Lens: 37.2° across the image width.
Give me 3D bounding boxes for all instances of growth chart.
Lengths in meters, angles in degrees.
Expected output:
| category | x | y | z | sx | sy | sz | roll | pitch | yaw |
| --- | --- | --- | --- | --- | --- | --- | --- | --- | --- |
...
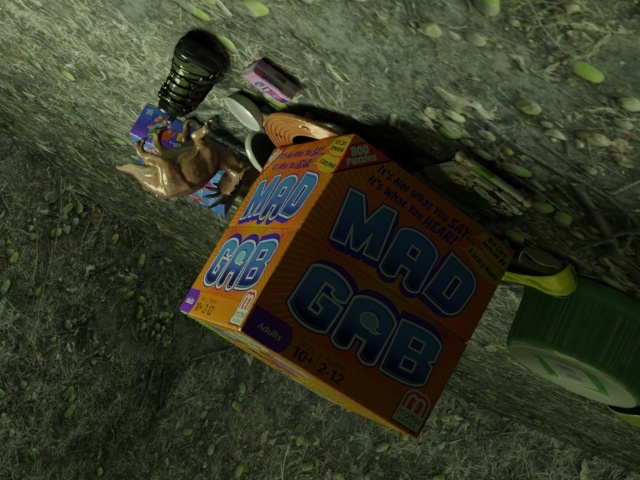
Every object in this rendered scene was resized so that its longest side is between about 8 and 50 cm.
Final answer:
| category | x | y | z | sx | sy | sz | roll | pitch | yaw |
| --- | --- | --- | --- | --- | --- | --- | --- | --- | --- |
| growth chart | 0.247 | -0.082 | 1.537 | 0.172 | 0.021 | 0.237 | 31 | 169 | -11 |

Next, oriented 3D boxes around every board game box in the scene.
| category | x | y | z | sx | sy | sz | roll | pitch | yaw |
| --- | --- | --- | --- | --- | --- | --- | --- | --- | --- |
| board game box | -0.306 | -0.176 | 2.208 | 0.233 | 0.078 | 0.347 | 28 | 168 | 0 |
| board game box | 0.035 | 0.072 | 1.642 | 0.356 | 0.356 | 0.356 | 34 | 169 | -20 |

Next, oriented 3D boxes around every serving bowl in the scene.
| category | x | y | z | sx | sy | sz | roll | pitch | yaw |
| --- | --- | --- | --- | --- | --- | --- | --- | --- | --- |
| serving bowl | -0.132 | -0.235 | 1.702 | 0.083 | 0.027 | 0.083 | 38 | 166 | 11 |

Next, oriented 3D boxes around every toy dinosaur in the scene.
| category | x | y | z | sx | sy | sz | roll | pitch | yaw |
| --- | --- | --- | --- | --- | --- | --- | --- | --- | --- |
| toy dinosaur | -0.270 | -0.141 | 1.957 | 0.127 | 0.295 | 0.200 | -106 | 0 | -74 |

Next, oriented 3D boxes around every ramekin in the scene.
| category | x | y | z | sx | sy | sz | roll | pitch | yaw |
| --- | --- | --- | --- | --- | --- | --- | --- | --- | --- |
| ramekin | 0.501 | 0.193 | 1.792 | 0.303 | 0.148 | 0.303 | 27 | 168 | 6 |

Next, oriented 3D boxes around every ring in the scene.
| category | x | y | z | sx | sy | sz | roll | pitch | yaw |
| --- | --- | --- | --- | --- | --- | --- | --- | --- | --- |
| ring | 0.051 | -0.136 | 1.693 | 0.336 | 0.032 | 0.336 | 28 | 169 | 6 |

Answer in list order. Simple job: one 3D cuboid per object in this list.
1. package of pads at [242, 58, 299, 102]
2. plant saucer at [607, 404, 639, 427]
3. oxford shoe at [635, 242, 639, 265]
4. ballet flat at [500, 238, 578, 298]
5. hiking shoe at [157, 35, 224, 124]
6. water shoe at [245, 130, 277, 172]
| category | x | y | z | sx | sy | sz | roll | pitch | yaw |
| --- | --- | --- | --- | --- | --- | --- | --- | --- | --- |
| package of pads | -0.080 | -0.254 | 1.519 | 0.083 | 0.032 | 0.050 | 33 | 169 | -23 |
| plant saucer | 0.676 | 0.316 | 1.821 | 0.241 | 0.037 | 0.241 | -12 | -178 | 1 |
| oxford shoe | 0.530 | 0.066 | 1.385 | 0.227 | 0.083 | 0.096 | 34 | 171 | -20 |
| ballet flat | 0.351 | 0.038 | 1.706 | 0.231 | 0.077 | 0.077 | 17 | 142 | 32 |
| hiking shoe | -0.224 | -0.261 | 1.607 | 0.086 | 0.114 | 0.227 | 28 | 168 | -1 |
| water shoe | -0.090 | -0.147 | 1.876 | 0.080 | 0.073 | 0.203 | 17 | 163 | 49 |
